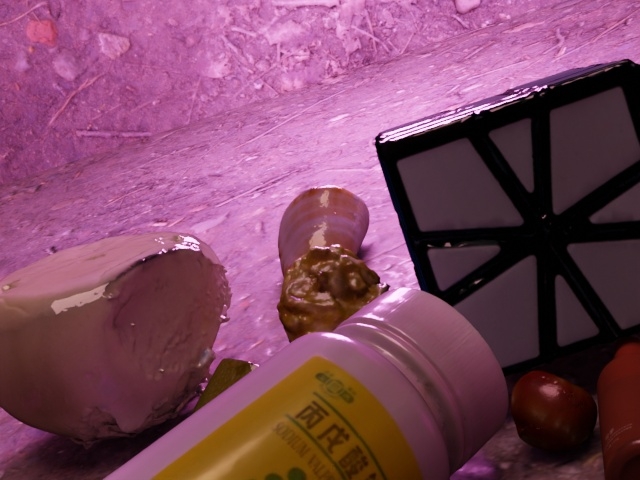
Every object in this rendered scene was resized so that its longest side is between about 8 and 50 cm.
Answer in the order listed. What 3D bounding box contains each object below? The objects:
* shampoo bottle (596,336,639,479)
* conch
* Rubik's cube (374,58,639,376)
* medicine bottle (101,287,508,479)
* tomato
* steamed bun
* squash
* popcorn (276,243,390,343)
[{"bbox_3d":[0.308,0.161,1.016,0.085,0.085,0.244,-13,19,18],"label":"shampoo bottle"},{"bbox_3d":[-0.003,-0.011,1.688,0.158,0.127,0.255,-15,21,11],"label":"conch"},{"bbox_3d":[0.236,-0.029,1.218,0.294,0.288,0.283,-17,5,1],"label":"Rubik's cube"},{"bbox_3d":[-0.012,0.213,0.978,0.379,0.213,0.214,-34,24,-34],"label":"medicine bottle"},{"bbox_3d":[0.232,0.173,1.060,0.087,0.087,0.075,15,75,58],"label":"tomato"},{"bbox_3d":[-0.295,0.133,1.432,0.312,0.233,0.334,-2,17,45],"label":"steamed bun"},{"bbox_3d":[-0.104,0.197,1.296,0.192,0.085,0.184,-1,26,45],"label":"squash"},{"bbox_3d":[0.013,0.097,1.359,0.142,0.173,0.173,-6,17,-11],"label":"popcorn"}]
